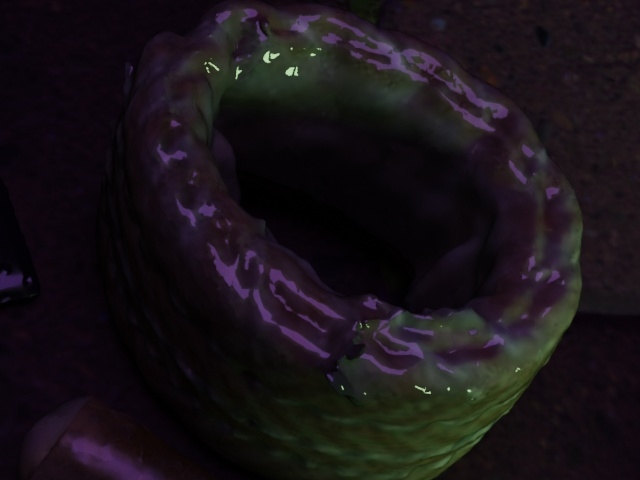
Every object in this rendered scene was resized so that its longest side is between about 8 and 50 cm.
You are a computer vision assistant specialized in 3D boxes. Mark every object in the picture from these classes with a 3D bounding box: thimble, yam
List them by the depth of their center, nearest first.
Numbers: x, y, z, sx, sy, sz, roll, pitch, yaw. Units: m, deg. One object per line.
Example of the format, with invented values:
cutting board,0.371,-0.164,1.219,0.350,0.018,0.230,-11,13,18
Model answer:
yam,-0.006,0.166,0.643,0.299,0.066,0.066,33,55,9
thimble,0.007,0.001,0.702,0.196,0.148,0.229,-25,70,-29

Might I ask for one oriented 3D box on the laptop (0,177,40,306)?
laptop,-0.240,-0.006,0.715,0.180,0.016,0.129,-15,63,-23
